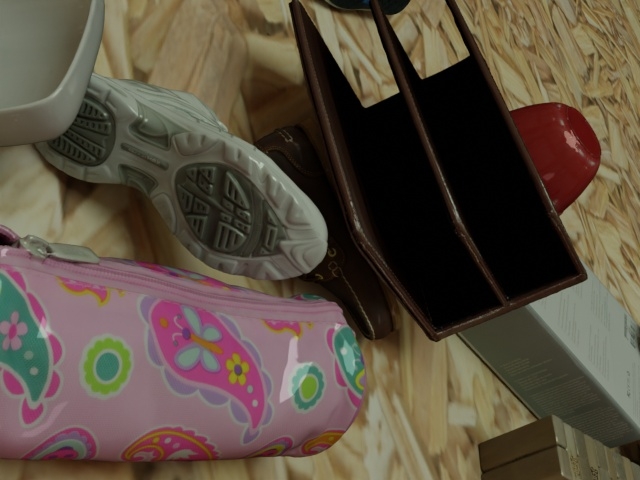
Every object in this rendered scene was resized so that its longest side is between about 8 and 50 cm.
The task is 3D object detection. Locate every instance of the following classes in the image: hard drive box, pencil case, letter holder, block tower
[{"bbox_3d":[0.267,0.099,0.887,0.232,0.089,0.181,47,37,-15],"label":"hard drive box"},{"bbox_3d":[-0.101,0.067,0.461,0.284,0.124,0.124,17,51,-42],"label":"pencil case"},{"bbox_3d":[0.095,-0.102,0.703,0.214,0.152,0.302,47,24,-49],"label":"letter holder"},{"bbox_3d":[0.304,0.287,0.790,0.335,0.097,0.091,30,44,-29],"label":"block tower"}]

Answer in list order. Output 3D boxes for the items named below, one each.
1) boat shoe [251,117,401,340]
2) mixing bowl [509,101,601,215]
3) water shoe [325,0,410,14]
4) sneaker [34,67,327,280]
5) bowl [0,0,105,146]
[{"bbox_3d":[0.000,0.000,0.678,0.073,0.073,0.207,-28,95,-17],"label":"boat shoe"},{"bbox_3d":[0.351,-0.137,1.154,0.181,0.098,0.182,30,44,-34],"label":"mixing bowl"},{"bbox_3d":[0.037,-0.337,0.983,0.203,0.073,0.080,1,41,-53],"label":"water shoe"},{"bbox_3d":[-0.085,-0.060,0.561,0.232,0.090,0.115,34,26,6],"label":"sneaker"},{"bbox_3d":[-0.203,-0.110,0.485,0.053,0.142,0.142,76,13,-54],"label":"bowl"}]
